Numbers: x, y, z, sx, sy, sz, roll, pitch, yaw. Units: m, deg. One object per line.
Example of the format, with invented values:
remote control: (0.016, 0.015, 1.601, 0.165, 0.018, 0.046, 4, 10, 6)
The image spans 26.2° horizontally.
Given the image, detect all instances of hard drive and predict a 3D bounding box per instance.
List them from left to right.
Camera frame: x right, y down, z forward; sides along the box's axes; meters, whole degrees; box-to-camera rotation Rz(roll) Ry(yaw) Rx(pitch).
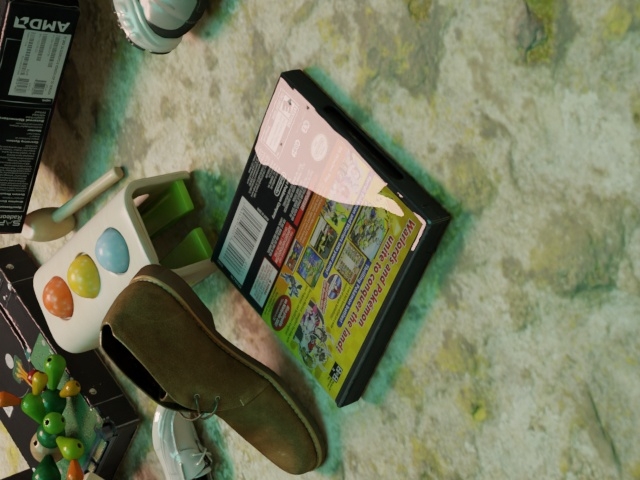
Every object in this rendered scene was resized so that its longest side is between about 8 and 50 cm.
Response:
hard drive: (-0.395, 0.203, 1.965, 0.339, 0.064, 0.237, 51, 135, 25)

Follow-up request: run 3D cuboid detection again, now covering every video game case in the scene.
video game case: (0.000, 0.000, 1.467, 0.248, 0.035, 0.275, 47, 133, 28)

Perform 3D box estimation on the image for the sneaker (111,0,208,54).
sneaker: (-0.204, -0.349, 1.542, 0.108, 0.100, 0.271, -31, 84, 37)

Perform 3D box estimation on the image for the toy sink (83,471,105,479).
toy sink: (-0.324, 0.433, 1.861, 0.153, 0.131, 0.234, 36, 141, -17)

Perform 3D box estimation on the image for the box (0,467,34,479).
box: (-0.435, 0.498, 2.034, 0.270, 0.165, 0.143, 51, 135, 25)

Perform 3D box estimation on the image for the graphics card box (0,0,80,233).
graphics card box: (-0.401, -0.216, 1.747, 0.233, 0.094, 0.371, -111, 33, -43)

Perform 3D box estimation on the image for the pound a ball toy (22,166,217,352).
pound a ball toy: (-0.279, 0.007, 1.708, 0.319, 0.136, 0.208, -34, 77, 48)

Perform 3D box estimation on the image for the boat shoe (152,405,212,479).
boat shoe: (-0.164, 0.285, 1.735, 0.063, 0.066, 0.184, 2, 102, 34)

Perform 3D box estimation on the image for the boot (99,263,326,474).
boot: (-0.125, 0.173, 1.546, 0.305, 0.115, 0.112, 45, 136, -8)

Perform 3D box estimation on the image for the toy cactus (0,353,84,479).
toy cactus: (-0.367, 0.268, 1.818, 0.180, 0.112, 0.219, 121, 140, -66)
